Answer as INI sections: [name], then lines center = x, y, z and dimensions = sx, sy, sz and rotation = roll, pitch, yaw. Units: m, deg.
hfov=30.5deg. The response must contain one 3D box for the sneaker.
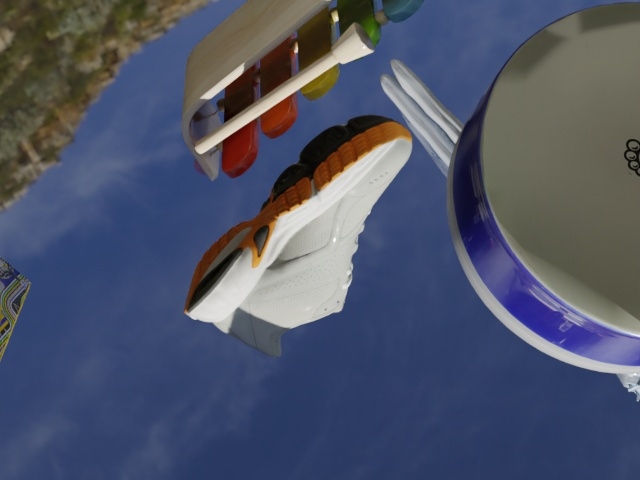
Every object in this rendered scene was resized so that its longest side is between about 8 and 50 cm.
[sneaker]
center = 0.000, 0.000, 1.065
dimensions = 0.262, 0.121, 0.099
rotation = -43, -156, 21

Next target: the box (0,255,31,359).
[box]
center = -0.295, 0.085, 0.953
dimensions = 0.054, 0.059, 0.169
rotation = -23, -144, 28

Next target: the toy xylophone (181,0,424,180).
[toy xylophone]
center = -0.021, -0.172, 1.091
dimensions = 0.322, 0.081, 0.236
rotation = -30, -146, 29

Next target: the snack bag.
[snack bag]
center = 0.194, 0.000, 1.091
dimensions = 0.037, 0.323, 0.342
rotation = -40, -106, 5

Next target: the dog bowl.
[dog bowl]
center = 0.233, -0.040, 0.880
dimensions = 0.265, 0.104, 0.265
rotation = 2, -108, -6
